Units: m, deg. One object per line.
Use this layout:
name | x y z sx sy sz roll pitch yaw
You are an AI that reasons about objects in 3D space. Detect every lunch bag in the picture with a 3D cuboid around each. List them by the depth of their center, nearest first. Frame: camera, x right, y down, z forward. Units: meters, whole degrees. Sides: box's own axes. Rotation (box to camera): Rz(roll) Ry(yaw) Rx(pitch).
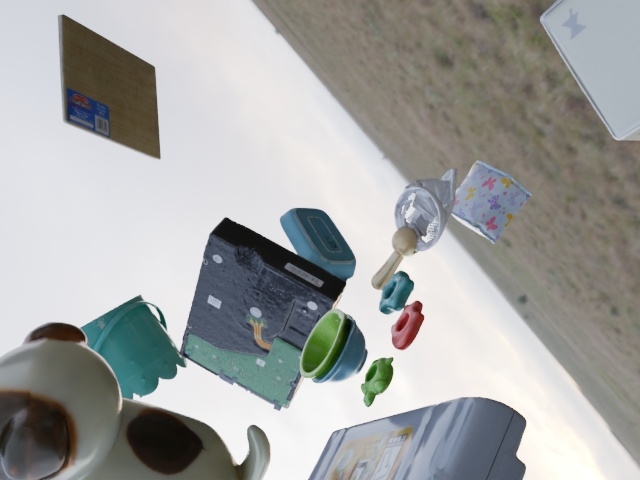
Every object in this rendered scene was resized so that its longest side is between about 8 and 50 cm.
lunch bag | 0.180 -0.046 0.850 0.053 0.071 0.083 33 -176 -32

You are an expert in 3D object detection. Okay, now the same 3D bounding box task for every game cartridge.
game cartridge | 0.027 0.223 0.560 0.062 0.198 0.297 37 153 -4

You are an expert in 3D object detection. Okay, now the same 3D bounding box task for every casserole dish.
casserole dish | 0.000 0.000 1.416 0.114 0.037 0.188 1 -134 -40

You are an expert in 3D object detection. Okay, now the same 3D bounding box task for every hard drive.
hard drive | -0.111 0.140 1.347 0.237 0.339 0.064 28 -138 8

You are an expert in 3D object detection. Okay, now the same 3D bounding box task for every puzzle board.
puzzle board | -0.187 -0.132 0.686 0.128 0.011 0.096 19 -117 -64

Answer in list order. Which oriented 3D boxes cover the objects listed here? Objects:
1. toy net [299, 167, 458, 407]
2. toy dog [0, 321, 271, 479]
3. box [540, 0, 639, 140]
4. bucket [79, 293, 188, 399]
toy net | 0.062 0.027 0.673 0.045 0.232 0.122 30 168 -15
toy dog | -0.306 0.309 1.048 0.408 0.395 0.284 55 -156 -35
box | 0.336 -0.167 0.635 0.311 0.148 0.121 -8 -113 -44
bucket | -0.429 0.246 1.592 0.183 0.281 0.281 60 -173 -3
